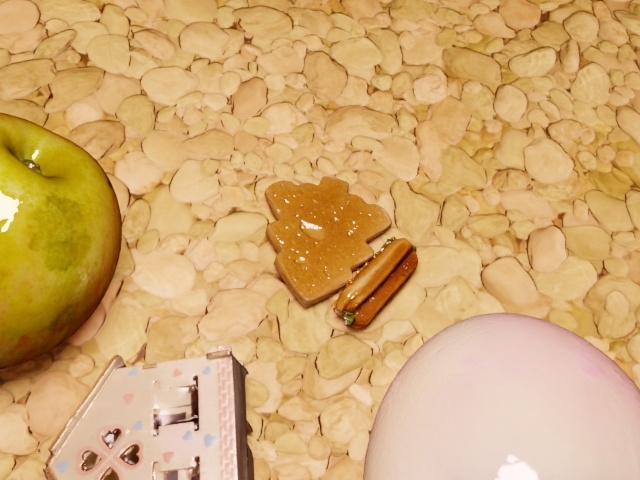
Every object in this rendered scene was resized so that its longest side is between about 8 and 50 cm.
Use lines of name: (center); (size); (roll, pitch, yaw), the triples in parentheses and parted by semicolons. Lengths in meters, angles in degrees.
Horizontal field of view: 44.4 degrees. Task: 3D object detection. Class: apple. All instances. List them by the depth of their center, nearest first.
apple: (-0.432, -0.007, 1.016); (0.339, 0.340, 0.340); (3, 59, -4)

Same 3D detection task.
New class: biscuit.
biscuit: (0.000, 0.000, 1.234); (0.212, 0.041, 0.239); (16, 59, -3)

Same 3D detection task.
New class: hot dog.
hot dog: (0.083, 0.064, 1.191); (0.055, 0.072, 0.188); (15, 48, 44)

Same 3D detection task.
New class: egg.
egg: (0.233, 0.241, 0.948); (0.354, 0.355, 0.340); (9, 43, 0)

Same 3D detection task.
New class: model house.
model house: (-0.206, 0.303, 0.972); (0.244, 0.169, 0.326); (-6, 58, -1)
